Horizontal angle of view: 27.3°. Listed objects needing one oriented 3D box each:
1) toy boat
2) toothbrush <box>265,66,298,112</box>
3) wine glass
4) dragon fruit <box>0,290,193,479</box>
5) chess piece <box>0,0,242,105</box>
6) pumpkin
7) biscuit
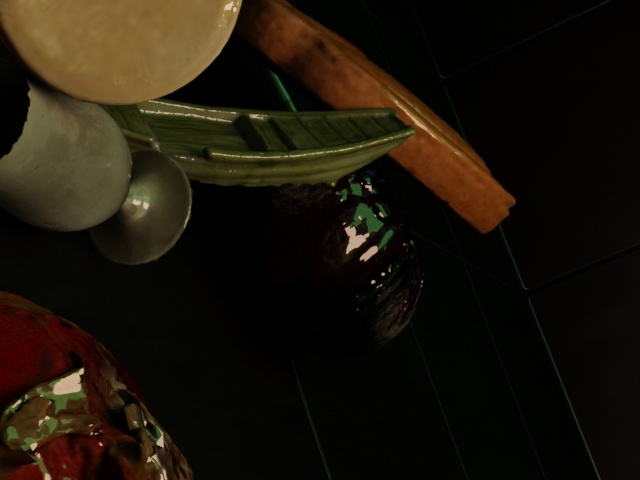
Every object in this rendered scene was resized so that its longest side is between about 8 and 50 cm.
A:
[{"bbox_3d":[-0.066,-0.080,1.044,0.093,0.293,0.055,-126,-136,-53],"label":"toy boat"},{"bbox_3d":[-0.033,-0.150,1.592,0.257,0.018,0.024,63,10,-7],"label":"toothbrush"},{"bbox_3d":[-0.169,-0.050,0.873,0.202,0.093,0.093,33,36,-64],"label":"wine glass"},{"bbox_3d":[-0.130,0.112,0.645,0.224,0.148,0.219,47,29,-45],"label":"dragon fruit"},{"bbox_3d":[-0.169,-0.208,0.890,0.167,0.167,0.299,57,-6,-30],"label":"chess piece"},{"bbox_3d":[0.000,0.000,1.216,0.233,0.163,0.233,63,4,-9],"label":"pumpkin"},{"bbox_3d":[0.019,-0.153,1.313,0.455,0.078,0.349,42,8,34],"label":"biscuit"}]
